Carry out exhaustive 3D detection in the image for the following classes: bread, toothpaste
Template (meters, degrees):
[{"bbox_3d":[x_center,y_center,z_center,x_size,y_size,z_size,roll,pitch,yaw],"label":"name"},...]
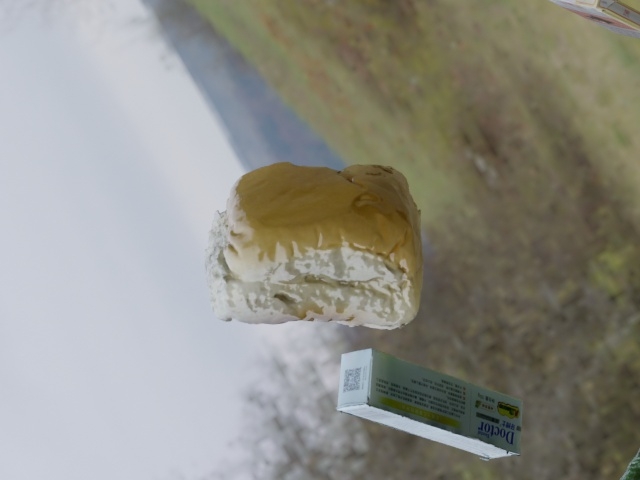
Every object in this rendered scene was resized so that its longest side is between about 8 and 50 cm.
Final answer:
[{"bbox_3d":[-0.001,0.001,1.050,0.106,0.125,0.082,-108,21,-74],"label":"bread"},{"bbox_3d":[0.080,0.118,1.331,0.164,0.034,0.046,21,-115,-39],"label":"toothpaste"}]

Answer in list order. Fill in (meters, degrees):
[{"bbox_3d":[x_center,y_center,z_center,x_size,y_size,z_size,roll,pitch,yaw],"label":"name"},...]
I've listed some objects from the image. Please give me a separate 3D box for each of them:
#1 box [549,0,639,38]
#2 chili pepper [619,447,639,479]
[{"bbox_3d":[0.167,-0.133,1.089,0.046,0.012,0.083,22,-177,43],"label":"box"},{"bbox_3d":[0.198,0.130,0.945,0.182,0.050,0.073,2,-108,-46],"label":"chili pepper"}]
